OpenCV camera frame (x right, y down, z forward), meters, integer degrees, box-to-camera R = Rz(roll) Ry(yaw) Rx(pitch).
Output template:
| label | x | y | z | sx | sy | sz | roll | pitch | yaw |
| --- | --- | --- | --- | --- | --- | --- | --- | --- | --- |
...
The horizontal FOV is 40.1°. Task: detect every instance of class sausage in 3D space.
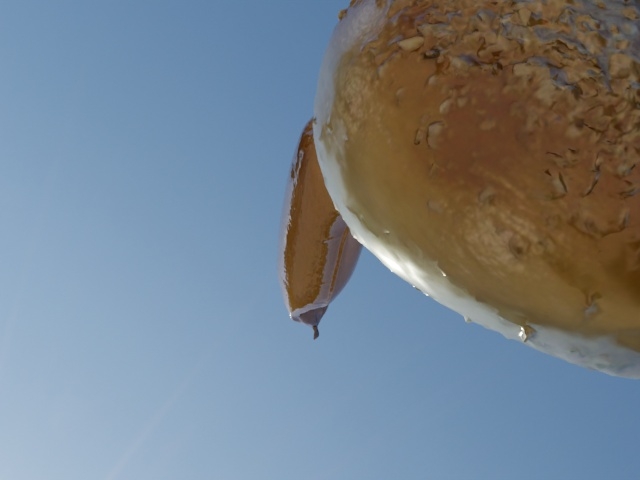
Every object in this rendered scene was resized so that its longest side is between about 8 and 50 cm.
| label | x | y | z | sx | sy | sz | roll | pitch | yaw |
| --- | --- | --- | --- | --- | --- | --- | --- | --- | --- |
| sausage | 0.002 | -0.003 | 0.999 | 0.112 | 0.112 | 0.328 | 35 | -40 | 21 |

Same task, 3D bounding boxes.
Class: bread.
| label | x | y | z | sx | sy | sz | roll | pitch | yaw |
| --- | --- | --- | --- | --- | --- | --- | --- | --- | --- |
| bread | 0.142 | -0.072 | 0.461 | 0.305 | 0.305 | 0.158 | 34 | -49 | 21 |
